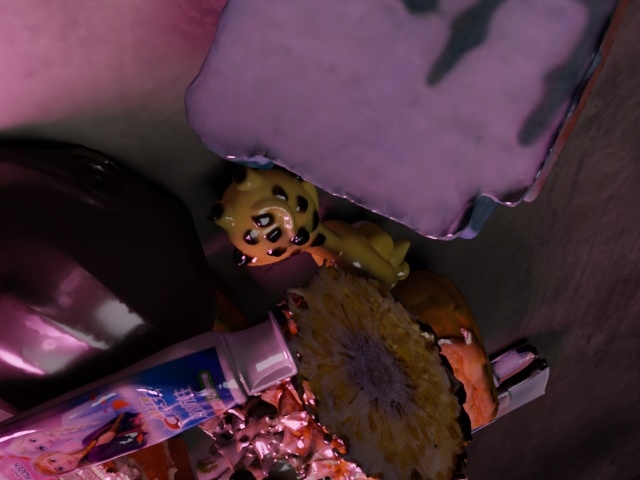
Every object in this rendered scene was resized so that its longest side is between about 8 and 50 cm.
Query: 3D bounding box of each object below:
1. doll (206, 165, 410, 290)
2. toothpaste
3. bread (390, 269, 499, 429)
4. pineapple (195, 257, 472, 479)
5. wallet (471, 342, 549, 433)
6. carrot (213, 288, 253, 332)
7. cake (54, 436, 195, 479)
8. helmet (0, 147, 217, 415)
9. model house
[{"bbox_3d":[-0.001,-0.001,0.846,0.117,0.086,0.291,-51,139,11],"label":"doll"},{"bbox_3d":[-0.150,0.134,0.640,0.266,0.061,0.096,-22,139,-6],"label":"toothpaste"},{"bbox_3d":[0.063,0.193,1.081,0.328,0.148,0.337,-27,141,4],"label":"bread"},{"bbox_3d":[-0.021,0.195,0.840,0.263,0.262,0.272,12,140,-44],"label":"pineapple"},{"bbox_3d":[0.276,0.282,1.401,0.251,0.075,0.176,-26,148,-7],"label":"wallet"},{"bbox_3d":[-0.118,0.109,0.901,0.082,0.082,0.173,-31,146,2],"label":"carrot"},{"bbox_3d":[-0.264,0.288,1.000,0.098,0.135,0.287,-29,138,24],"label":"cake"},{"bbox_3d":[-0.218,0.062,0.693,0.225,0.177,0.305,-45,143,23],"label":"helmet"},{"bbox_3d":[0.114,-0.158,0.657,0.329,0.252,0.294,-2,117,-67],"label":"model house"}]
